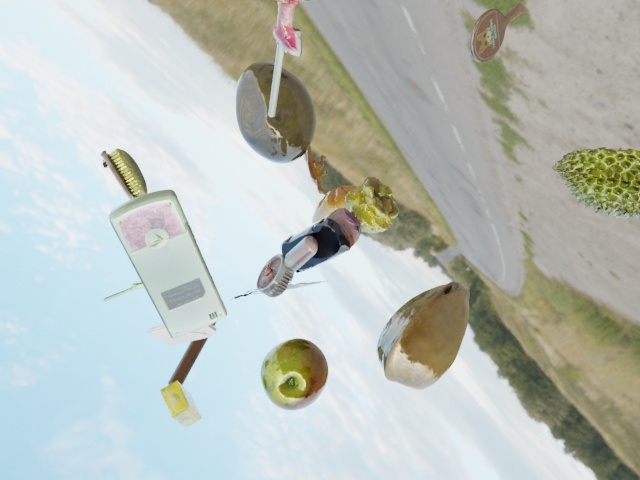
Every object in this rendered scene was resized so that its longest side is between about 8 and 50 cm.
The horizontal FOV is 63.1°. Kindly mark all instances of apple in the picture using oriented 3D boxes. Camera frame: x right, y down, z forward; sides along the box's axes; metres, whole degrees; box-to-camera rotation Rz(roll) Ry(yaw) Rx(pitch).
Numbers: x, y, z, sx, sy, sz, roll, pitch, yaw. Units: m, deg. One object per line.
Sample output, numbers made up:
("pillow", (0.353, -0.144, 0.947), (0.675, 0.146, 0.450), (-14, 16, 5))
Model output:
("apple", (-0.074, 0.369, 1.442), (0.196, 0.196, 0.196), (45, -172, -8))

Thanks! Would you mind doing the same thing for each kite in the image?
("kite", (-0.146, 0.173, 1.869), (0.360, 0.204, 0.022), (-6, -99, -41))

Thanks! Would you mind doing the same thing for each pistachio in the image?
("pistachio", (0.228, 0.197, 1.130), (0.162, 0.261, 0.213), (30, 174, 25))

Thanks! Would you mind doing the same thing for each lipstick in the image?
("lipstick", (-0.485, 0.411, 2.040), (0.057, 0.057, 0.357), (43, -127, -26))

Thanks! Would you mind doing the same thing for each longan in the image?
("longan", (-0.151, -0.435, 1.780), (0.288, 0.288, 0.351), (-104, -8, -74))

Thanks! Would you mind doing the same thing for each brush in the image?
("brush", (-0.444, -0.101, 1.304), (0.313, 0.067, 0.072), (58, 179, 4))

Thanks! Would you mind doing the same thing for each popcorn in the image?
("popcorn", (0.175, -0.117, 1.725), (0.197, 0.155, 0.198), (38, -148, -29))

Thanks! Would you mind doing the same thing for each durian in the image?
("durian", (0.487, -0.081, 0.815), (0.220, 0.096, 0.137), (9, 177, 5))

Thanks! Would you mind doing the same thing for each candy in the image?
("candy", (-0.495, 0.128, 1.405), (0.062, 0.193, 0.058), (67, -177, -46))
("candy", (-0.074, -0.390, 0.976), (0.124, 0.366, 0.124), (8, -136, -8))

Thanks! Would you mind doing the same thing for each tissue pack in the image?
("tissue pack", (-0.432, 0.513, 1.628), (0.095, 0.062, 0.176), (55, 166, 27))

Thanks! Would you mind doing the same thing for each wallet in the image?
("wallet", (-0.417, 0.277, 1.581), (0.124, 0.182, 0.032), (59, -158, -53))

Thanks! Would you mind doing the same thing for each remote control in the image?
("remote control", (-0.323, 0.057, 1.134), (0.050, 0.145, 0.344), (-126, 18, -57))

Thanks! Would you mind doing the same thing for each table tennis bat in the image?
("table tennis bat", (0.355, -0.483, 1.174), (0.119, 0.170, 0.108), (36, 161, 43))

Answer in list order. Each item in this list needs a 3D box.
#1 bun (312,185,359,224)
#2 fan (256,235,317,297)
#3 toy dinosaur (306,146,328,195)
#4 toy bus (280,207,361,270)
("bun", (0.094, -0.138, 2.168), (0.299, 0.298, 0.165), (14, -126, -76))
("fan", (-0.099, 0.072, 1.550), (0.074, 0.244, 0.130), (35, -152, -24))
("toy dinosaur", (-0.030, -0.277, 1.946), (0.212, 0.057, 0.143), (45, -137, -39))
("toy bus", (0.000, 0.000, 1.659), (0.128, 0.302, 0.147), (55, -133, -6))
